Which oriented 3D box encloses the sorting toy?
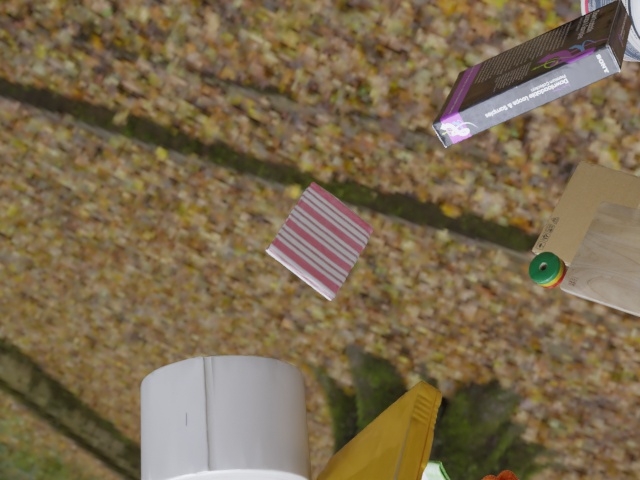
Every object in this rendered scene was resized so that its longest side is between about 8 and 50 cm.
[{"bbox_3d":[0.403,0.031,1.439,0.046,0.132,0.274,33,171,-39],"label":"sorting toy"}]

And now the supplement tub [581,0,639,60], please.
[{"bbox_3d":[0.519,-0.356,1.649,0.191,0.191,0.272,30,-176,-15],"label":"supplement tub"}]

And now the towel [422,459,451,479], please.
[{"bbox_3d":[0.131,0.373,1.723,0.152,0.023,0.113,-3,135,31],"label":"towel"}]

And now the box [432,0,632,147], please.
[{"bbox_3d":[0.181,-0.142,0.950,0.162,0.116,0.029,-23,110,31],"label":"box"}]

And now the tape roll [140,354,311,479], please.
[{"bbox_3d":[-0.139,0.286,1.625,0.246,0.169,0.246,-4,155,-2],"label":"tape roll"}]

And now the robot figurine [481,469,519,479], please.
[{"bbox_3d":[0.281,0.414,1.490,0.219,0.128,0.158,52,173,28],"label":"robot figurine"}]

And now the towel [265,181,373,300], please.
[{"bbox_3d":[0.000,0.000,1.936,0.144,0.197,0.029,38,138,-7],"label":"towel"}]

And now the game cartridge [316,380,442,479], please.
[{"bbox_3d":[0.044,0.376,1.489,0.052,0.324,0.285,34,132,-9],"label":"game cartridge"}]

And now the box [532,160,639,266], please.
[{"bbox_3d":[0.504,-0.041,2.072,0.164,0.201,0.021,24,172,45],"label":"box"}]
